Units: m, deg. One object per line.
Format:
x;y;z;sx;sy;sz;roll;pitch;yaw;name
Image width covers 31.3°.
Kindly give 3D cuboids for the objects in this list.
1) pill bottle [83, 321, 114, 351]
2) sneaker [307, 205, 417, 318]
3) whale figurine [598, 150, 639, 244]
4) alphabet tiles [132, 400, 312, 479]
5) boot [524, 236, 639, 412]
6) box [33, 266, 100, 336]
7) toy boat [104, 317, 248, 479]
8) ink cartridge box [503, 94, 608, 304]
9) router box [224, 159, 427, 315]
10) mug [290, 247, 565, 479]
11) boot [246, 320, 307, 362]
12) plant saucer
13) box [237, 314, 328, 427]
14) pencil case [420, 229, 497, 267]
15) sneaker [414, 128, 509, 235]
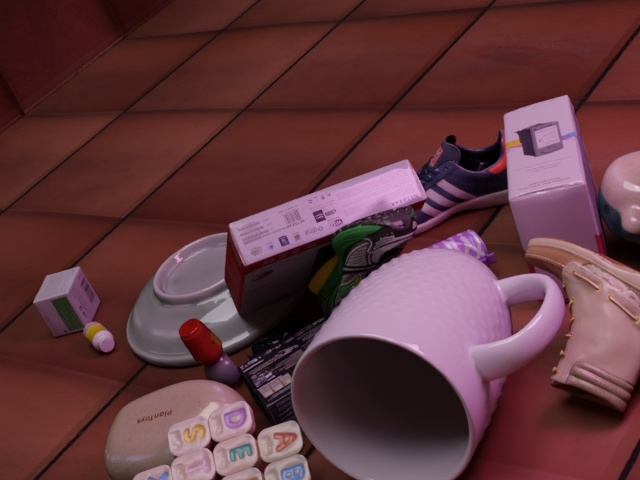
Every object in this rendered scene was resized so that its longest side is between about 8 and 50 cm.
-0.445;0.196;2.304;0.043;0.043;0.083;-34;30;-18;pill bottle
0.091;0.057;1.914;0.134;0.343;0.146;-17;67;-23;sneaker
0.576;-0.029;1.875;0.216;0.141;0.272;-19;48;-27;whale figurine
-0.146;0.381;1.689;0.278;0.021;0.284;-19;54;7;alphabet tiles
0.379;0.120;1.688;0.262;0.095;0.203;27;87;37;boot
-0.537;0.130;2.420;0.087;0.101;0.102;-15;30;17;box
-0.211;0.284;1.918;0.268;0.148;0.318;-15;37;25;toy boat
0.402;-0.072;1.946;0.131;0.226;0.306;-15;29;15;ink cartridge box
0.000;0.000;2.031;0.336;0.082;0.301;-21;-16;-12;router box
0.184;0.150;1.671;0.374;0.276;0.328;-21;18;35;mug
-0.077;0.200;2.031;0.121;0.045;0.099;-25;26;14;boot
-0.218;0.084;2.269;0.401;0.100;0.400;-18;29;11;plant saucer
-0.026;0.226;1.917;0.180;0.077;0.147;-31;30;-12;box
0.200;0.056;2.023;0.206;0.086;0.088;-28;24;-7;pencil case
0.226;-0.119;2.229;0.350;0.148;0.131;-20;29;7;sneaker
